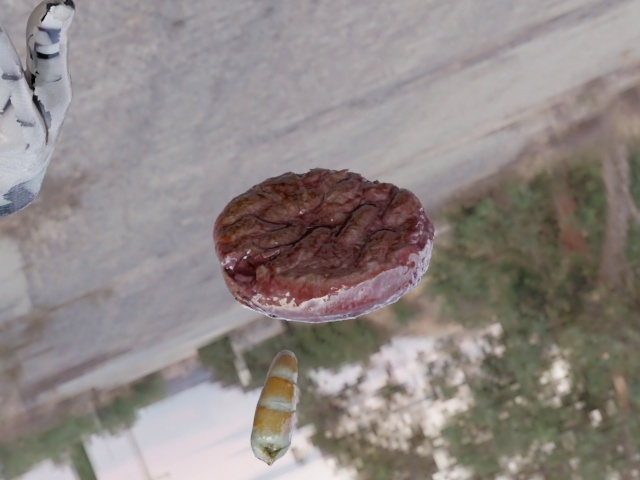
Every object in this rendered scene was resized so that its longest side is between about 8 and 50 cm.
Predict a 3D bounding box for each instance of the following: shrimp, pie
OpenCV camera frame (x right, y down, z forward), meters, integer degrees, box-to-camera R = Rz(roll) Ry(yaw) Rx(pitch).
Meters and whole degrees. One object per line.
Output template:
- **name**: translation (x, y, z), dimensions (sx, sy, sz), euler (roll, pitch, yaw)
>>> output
- **shrimp**: translation (-0.061, 0.215, 1.731), dimensions (0.049, 0.161, 0.166), euler (13, 150, -5)
- **pie**: translation (0.000, 0.000, 0.938), dimensions (0.154, 0.036, 0.154), euler (-6, -144, 4)

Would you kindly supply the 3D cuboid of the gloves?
- **gloves**: translation (-0.226, -0.097, 0.931), dimensions (0.127, 0.111, 0.212), euler (8, 155, 1)
